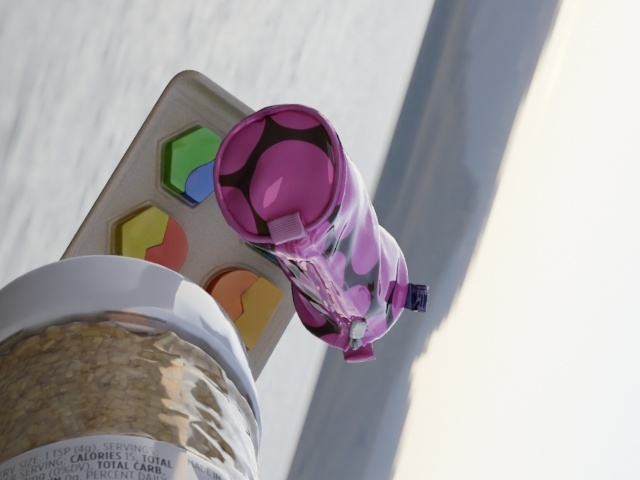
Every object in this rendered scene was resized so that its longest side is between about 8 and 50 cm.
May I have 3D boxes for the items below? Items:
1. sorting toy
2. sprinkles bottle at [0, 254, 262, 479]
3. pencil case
[{"bbox_3d":[-0.086,-0.004,1.302,0.208,0.193,0.038,-59,-160,-9],"label":"sorting toy"},{"bbox_3d":[-0.065,0.132,0.490,0.355,0.121,0.121,-106,-150,-63],"label":"sprinkles bottle"},{"bbox_3d":[0.000,0.000,1.002,0.209,0.095,0.098,54,35,-62],"label":"pencil case"}]
